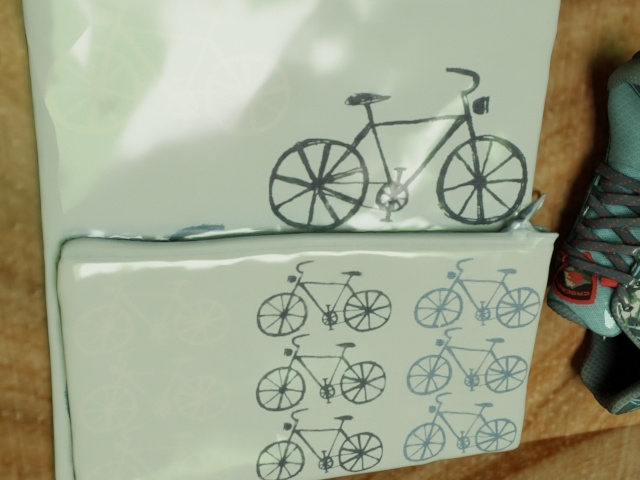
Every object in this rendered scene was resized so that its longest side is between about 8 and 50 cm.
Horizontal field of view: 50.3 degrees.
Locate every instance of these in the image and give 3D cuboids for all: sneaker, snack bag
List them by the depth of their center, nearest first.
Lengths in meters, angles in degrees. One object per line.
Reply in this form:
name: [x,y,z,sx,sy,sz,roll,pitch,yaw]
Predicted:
snack bag: [0.000,0.000,0.415,0.323,0.037,0.343,-2,109,-15]
sneaker: [0.211,0.012,0.445,0.125,0.104,0.262,-21,113,-7]
